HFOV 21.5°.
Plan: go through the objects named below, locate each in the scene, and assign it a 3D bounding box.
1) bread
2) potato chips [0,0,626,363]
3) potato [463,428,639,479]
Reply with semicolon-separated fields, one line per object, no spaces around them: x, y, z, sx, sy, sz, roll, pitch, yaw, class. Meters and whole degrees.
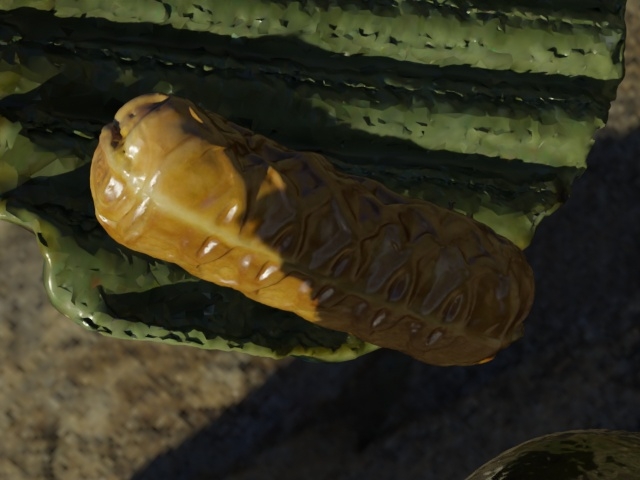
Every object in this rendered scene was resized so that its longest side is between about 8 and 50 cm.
0.000;0.000;0.525;0.052;0.157;0.044;-43;35;39;bread
-0.002;-0.113;0.900;0.070;0.429;0.358;-14;77;61;potato chips
0.141;0.170;0.825;0.174;0.251;0.159;-24;79;50;potato
